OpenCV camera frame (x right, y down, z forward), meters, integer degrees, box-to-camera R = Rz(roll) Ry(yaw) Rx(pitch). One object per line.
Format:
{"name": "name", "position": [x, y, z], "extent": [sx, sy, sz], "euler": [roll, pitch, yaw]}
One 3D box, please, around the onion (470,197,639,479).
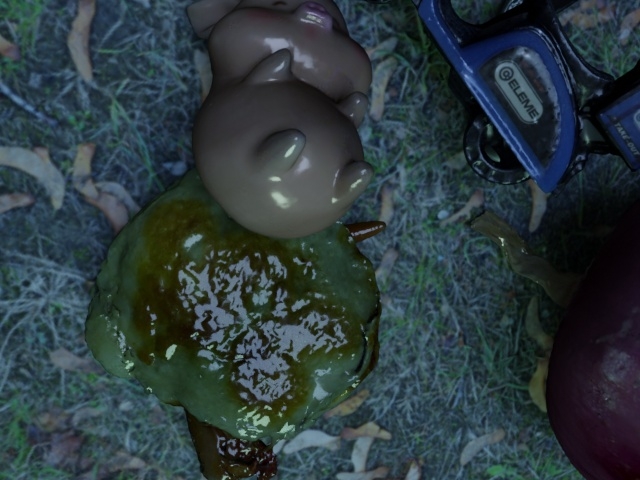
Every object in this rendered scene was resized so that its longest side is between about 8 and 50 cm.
{"name": "onion", "position": [0.370, 0.096, 0.727], "extent": [0.358, 0.345, 0.358], "euler": [-10, 117, -21]}

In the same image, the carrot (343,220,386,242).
{"name": "carrot", "position": [0.000, 0.000, 0.719], "extent": [0.142, 0.035, 0.035], "euler": [-14, 103, -17]}

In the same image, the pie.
{"name": "pie", "position": [-0.073, 0.070, 0.665], "extent": [0.257, 0.105, 0.274], "euler": [-40, 99, -1]}

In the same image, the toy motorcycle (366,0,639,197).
{"name": "toy motorcycle", "position": [0.186, -0.207, 0.671], "extent": [0.213, 0.125, 0.358], "euler": [-34, 99, 24]}

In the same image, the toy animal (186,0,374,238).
{"name": "toy animal", "position": [-0.030, -0.116, 0.605], "extent": [0.166, 0.154, 0.250], "euler": [27, 49, -32]}

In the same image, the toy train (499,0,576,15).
{"name": "toy train", "position": [0.285, -0.300, 0.752], "extent": [0.252, 0.048, 0.055], "euler": [-34, 112, -3]}
